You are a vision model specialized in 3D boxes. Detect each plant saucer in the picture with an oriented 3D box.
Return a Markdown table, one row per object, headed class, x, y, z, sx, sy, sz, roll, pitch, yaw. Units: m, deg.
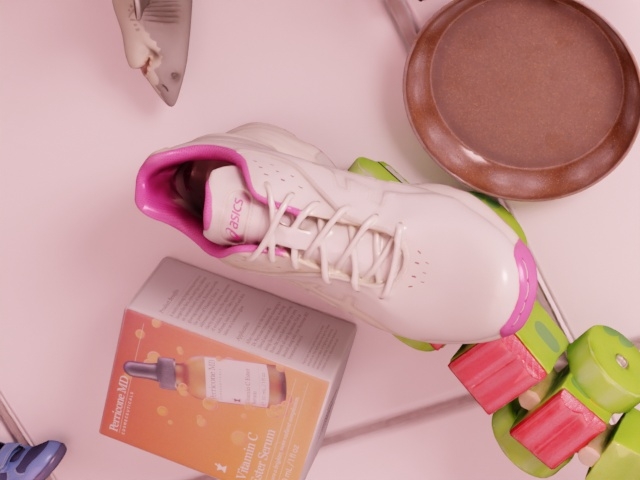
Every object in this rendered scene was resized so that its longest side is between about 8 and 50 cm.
| class | x | y | z | sx | sy | sz | roll | pitch | yaw |
| --- | --- | --- | --- | --- | --- | --- | --- | --- | --- |
| plant saucer | 0.142 | -0.106 | 1.011 | 0.168 | 0.029 | 0.168 | 9 | 125 | 13 |

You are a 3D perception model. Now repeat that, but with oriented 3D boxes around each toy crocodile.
| class | x | y | z | sx | sy | sz | roll | pitch | yaw |
| --- | --- | --- | --- | --- | --- | --- | --- | --- | --- |
| toy crocodile | 0.131 | 0.075 | 1.057 | 0.340 | 0.105 | 0.115 | 46 | 121 | 4 |

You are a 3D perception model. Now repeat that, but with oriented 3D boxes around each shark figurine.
| class | x | y | z | sx | sy | sz | roll | pitch | yaw |
| --- | --- | --- | --- | --- | --- | --- | --- | --- | --- |
| shark figurine | -0.091 | -0.218 | 0.976 | 0.116 | 0.278 | 0.166 | -18 | 80 | -15 |

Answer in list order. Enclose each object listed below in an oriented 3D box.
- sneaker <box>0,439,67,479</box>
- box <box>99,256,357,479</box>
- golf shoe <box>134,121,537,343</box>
| class | x | y | z | sx | sy | sz | roll | pitch | yaw |
| --- | --- | --- | --- | --- | --- | --- | --- | --- | --- |
| sneaker | -0.291 | 0.205 | 1.293 | 0.144 | 0.053 | 0.059 | -25 | 105 | 25 |
| box | -0.074 | 0.112 | 1.158 | 0.170 | 0.091 | 0.130 | 19 | 120 | 6 |
| golf shoe | 0.000 | 0.000 | 0.990 | 0.306 | 0.140 | 0.115 | 20 | 105 | 37 |
